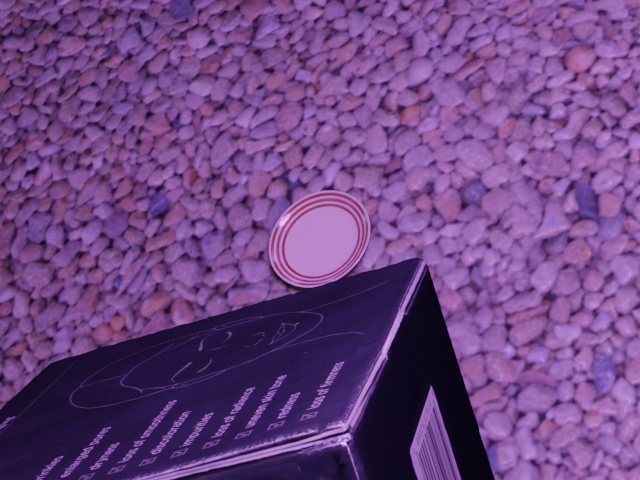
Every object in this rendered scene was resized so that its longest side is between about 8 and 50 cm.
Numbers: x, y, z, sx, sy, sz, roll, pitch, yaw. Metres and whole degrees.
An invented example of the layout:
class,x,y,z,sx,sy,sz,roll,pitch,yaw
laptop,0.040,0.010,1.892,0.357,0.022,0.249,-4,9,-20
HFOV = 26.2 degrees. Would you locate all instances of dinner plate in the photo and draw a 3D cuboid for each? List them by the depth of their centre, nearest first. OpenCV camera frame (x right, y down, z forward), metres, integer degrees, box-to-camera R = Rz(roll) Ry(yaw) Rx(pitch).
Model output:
class,x,y,z,sx,sy,sz,roll,pitch,yaw
dinner plate,0.000,0.000,1.769,0.141,0.017,0.141,-11,58,18

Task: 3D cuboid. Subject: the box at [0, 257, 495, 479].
class,x,y,z,sx,sy,sz,roll,pitch,yaw
box,-0.105,0.269,1.349,0.471,0.480,0.297,-15,102,16
